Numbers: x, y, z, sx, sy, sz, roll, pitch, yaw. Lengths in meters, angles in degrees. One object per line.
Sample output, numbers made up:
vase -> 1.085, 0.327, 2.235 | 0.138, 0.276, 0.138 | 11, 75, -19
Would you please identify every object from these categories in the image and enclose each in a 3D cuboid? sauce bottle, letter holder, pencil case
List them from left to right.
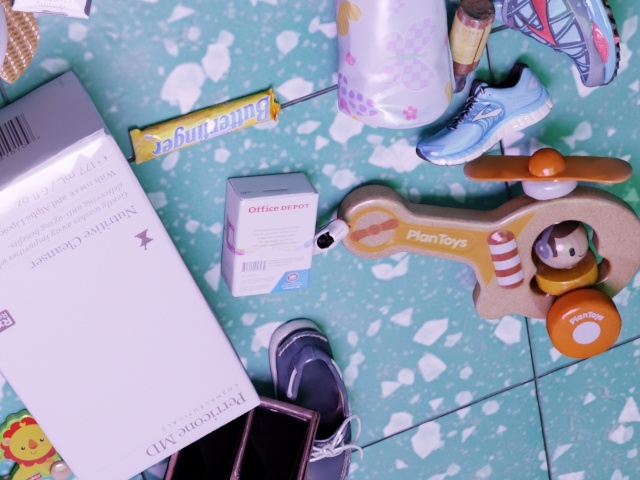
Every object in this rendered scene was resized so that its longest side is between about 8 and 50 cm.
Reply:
letter holder -> -0.121, 0.346, 1.710 | 0.152, 0.214, 0.302 | 16, 121, -2
pencil case -> 0.075, -0.247, 1.512 | 0.124, 0.113, 0.273 | -14, 125, -20
sauce bottle -> 0.149, -0.201, 1.593 | 0.042, 0.042, 0.128 | -10, 150, -17

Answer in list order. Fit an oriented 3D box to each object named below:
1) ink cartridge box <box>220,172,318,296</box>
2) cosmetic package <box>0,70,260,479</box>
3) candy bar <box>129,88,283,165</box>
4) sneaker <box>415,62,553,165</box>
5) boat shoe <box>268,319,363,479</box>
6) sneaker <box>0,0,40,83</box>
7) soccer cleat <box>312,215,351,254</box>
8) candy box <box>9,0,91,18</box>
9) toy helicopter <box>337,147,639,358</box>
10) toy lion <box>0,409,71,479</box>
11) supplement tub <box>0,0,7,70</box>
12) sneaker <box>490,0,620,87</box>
ink cartridge box -> -0.056, -0.008, 1.650 | 0.088, 0.052, 0.122 | -6, 124, -20
cosmetic package -> -0.239, 0.052, 1.547 | 0.217, 0.156, 0.385 | -31, 127, -4
candy bar -> -0.117, -0.118, 1.575 | 0.161, 0.018, 0.040 | -18, 126, -10
sneaker -> 0.169, -0.139, 1.664 | 0.162, 0.063, 0.073 | -32, 113, -9
boat shoe -> -0.002, 0.210, 1.795 | 0.095, 0.079, 0.255 | -14, 125, -14
sneaker -> -0.324, -0.216, 1.403 | 0.069, 0.084, 0.185 | -57, 155, -18
soccer cleat -> 0.000, 0.000, 1.669 | 0.029, 0.035, 0.083 | 51, 139, -9
candy box -> -0.228, -0.312, 1.310 | 0.070, 0.165, 0.196 | 3, 120, -23
toy helicopter -> 0.195, -0.014, 1.708 | 0.355, 0.140, 0.235 | 8, 125, -13
toy lion -> -0.329, 0.236, 1.709 | 0.100, 0.034, 0.096 | -29, 120, -3
supplement tub -> -0.418, -0.107, 1.281 | 0.228, 0.228, 0.316 | 13, 137, -29
sneaker -> 0.225, -0.260, 1.595 | 0.125, 0.104, 0.262 | -22, 125, 14
